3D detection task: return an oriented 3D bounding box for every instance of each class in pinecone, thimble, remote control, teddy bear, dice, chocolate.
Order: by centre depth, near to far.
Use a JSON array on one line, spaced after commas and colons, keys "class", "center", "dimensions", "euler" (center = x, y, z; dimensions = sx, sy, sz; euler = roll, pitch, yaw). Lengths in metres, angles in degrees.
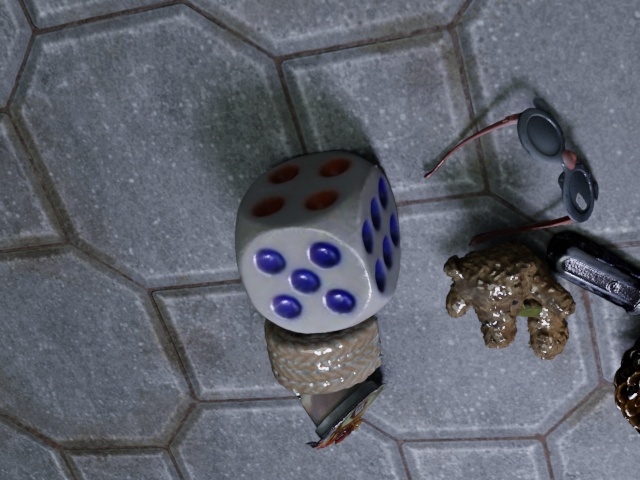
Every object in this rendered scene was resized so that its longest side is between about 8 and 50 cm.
[{"class": "teddy bear", "center": [0.349, 0.124, 1.753], "dimensions": [0.246, 0.222, 0.296], "euler": [4, 120, 29]}, {"class": "pinecone", "center": [0.653, 0.269, 1.754], "dimensions": [0.224, 0.273, 0.224], "euler": [2, 94, 34]}, {"class": "remote control", "center": [0.540, 0.077, 1.764], "dimensions": [0.266, 0.066, 0.090], "euler": [29, 128, -2]}, {"class": "dice", "center": [0.000, 0.000, 1.773], "dimensions": [0.251, 0.259, 0.243], "euler": [-6, 121, 21]}, {"class": "thimble", "center": [0.004, 0.209, 1.954], "dimensions": [0.229, 0.196, 0.148], "euler": [-14, 124, -8]}, {"class": "chocolate", "center": [0.024, 0.341, 2.051], "dimensions": [0.147, 0.221, 0.221], "euler": [40, 128, 17]}]

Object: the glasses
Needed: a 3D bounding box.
[{"class": "glasses", "center": [0.345, -0.114, 1.724], "dimensions": [0.268, 0.118, 0.234], "euler": [-15, 120, 48]}]
